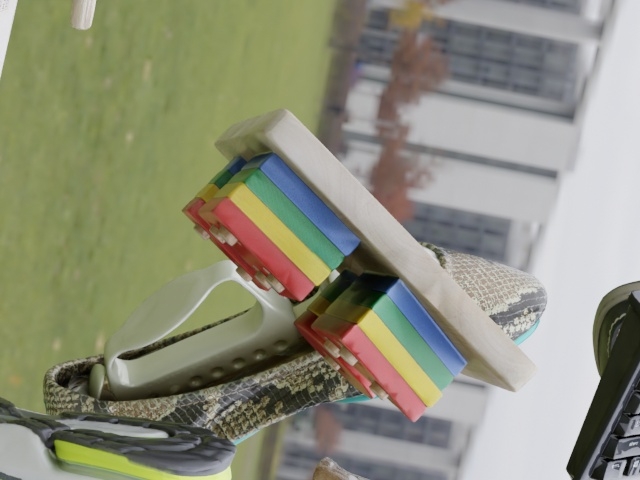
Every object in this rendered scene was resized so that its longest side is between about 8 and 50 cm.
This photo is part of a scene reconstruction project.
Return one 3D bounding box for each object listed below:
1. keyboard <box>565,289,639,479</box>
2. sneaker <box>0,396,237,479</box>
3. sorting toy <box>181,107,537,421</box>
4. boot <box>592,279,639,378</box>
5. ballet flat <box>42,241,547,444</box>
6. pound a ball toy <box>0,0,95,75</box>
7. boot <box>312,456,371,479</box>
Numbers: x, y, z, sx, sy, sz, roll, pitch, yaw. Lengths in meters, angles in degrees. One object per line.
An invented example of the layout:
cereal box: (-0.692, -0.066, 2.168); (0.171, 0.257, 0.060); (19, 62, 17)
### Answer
keyboard: (0.167, 0.041, 0.614); (0.023, 0.180, 0.108); (34, -65, 40)
sneaker: (-0.191, 0.151, 0.915); (0.111, 0.300, 0.121); (4, 91, -62)
sorting toy: (0.010, 0.029, 1.245); (0.089, 0.255, 0.257); (-46, -171, -7)
boot: (0.368, 0.253, 1.682); (0.284, 0.138, 0.377); (-88, 167, -50)
ballet flat: (-0.034, 0.087, 1.536); (0.164, 0.483, 0.182); (-103, 171, -62)
pound a ball toy: (-0.267, -0.197, 1.207); (0.136, 0.208, 0.319); (-39, 151, -59)
boot: (0.020, 0.260, 1.399); (0.112, 0.115, 0.305); (-52, 179, 6)
